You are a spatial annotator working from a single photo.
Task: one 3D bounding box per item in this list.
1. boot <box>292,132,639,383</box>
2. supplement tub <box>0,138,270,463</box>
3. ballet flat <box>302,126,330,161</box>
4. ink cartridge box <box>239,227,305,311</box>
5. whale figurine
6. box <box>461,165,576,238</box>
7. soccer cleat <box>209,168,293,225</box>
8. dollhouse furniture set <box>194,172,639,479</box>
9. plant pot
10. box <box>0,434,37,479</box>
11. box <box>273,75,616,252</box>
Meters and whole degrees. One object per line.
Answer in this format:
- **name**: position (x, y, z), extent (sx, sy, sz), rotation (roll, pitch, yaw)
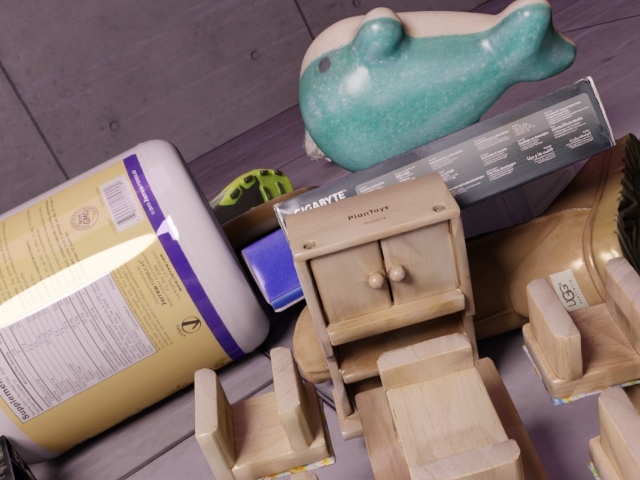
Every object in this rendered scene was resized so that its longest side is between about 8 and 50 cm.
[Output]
- **boot**: position (0.133, 0.013, 0.633), extent (0.269, 0.089, 0.236), rotation (-21, 9, 35)
- **supplement tub**: position (-0.244, 0.071, 0.767), extent (0.331, 0.241, 0.241), rotation (-28, 15, -5)
- **ballet flat**: position (0.140, -0.266, 1.467), extent (0.409, 0.147, 0.147), rotation (-38, 19, -35)
- **ink cartridge box**: position (0.000, 0.000, 0.805), extent (0.165, 0.065, 0.333), rotation (-28, 3, -7)
- **whale figurine**: position (0.106, -0.144, 0.753), extent (0.272, 0.141, 0.216), rotation (-9, -23, 32)
- **box**: position (0.183, -0.056, 0.743), extent (0.087, 0.102, 0.101), rotation (-8, 23, 46)
- **soccer cleat**: position (-0.158, -0.035, 1.254), extent (0.121, 0.093, 0.289), rotation (-19, 15, 48)
- **dollhouse furniture set**: position (0.061, 0.101, 0.403), extent (0.212, 0.161, 0.242), rotation (-16, 35, 1)
- **plant pot**: position (-0.094, 0.000, 1.020), extent (0.236, 0.032, 0.236), rotation (-28, -7, -4)
- **box**: position (-0.296, 0.248, 0.579), extent (0.180, 0.077, 0.147), rotation (-33, 16, -21)
- **box**: position (0.081, -0.040, 0.569), extent (0.220, 0.051, 0.175), rotation (-22, -1, 2)
